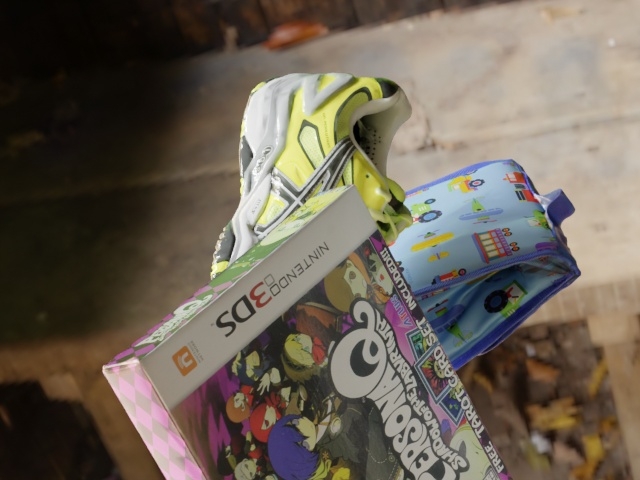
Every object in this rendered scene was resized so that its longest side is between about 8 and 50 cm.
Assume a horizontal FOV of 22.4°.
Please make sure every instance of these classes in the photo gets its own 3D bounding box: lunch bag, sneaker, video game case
[{"bbox_3d":[0.119,0.024,1.636,0.293,0.138,0.221,-30,26,8],"label":"lunch bag"},{"bbox_3d":[0.000,0.000,1.477,0.147,0.145,0.384,-10,60,25],"label":"sneaker"},{"bbox_3d":[0.004,0.114,0.954,0.042,0.232,0.210,-16,17,45],"label":"video game case"}]
